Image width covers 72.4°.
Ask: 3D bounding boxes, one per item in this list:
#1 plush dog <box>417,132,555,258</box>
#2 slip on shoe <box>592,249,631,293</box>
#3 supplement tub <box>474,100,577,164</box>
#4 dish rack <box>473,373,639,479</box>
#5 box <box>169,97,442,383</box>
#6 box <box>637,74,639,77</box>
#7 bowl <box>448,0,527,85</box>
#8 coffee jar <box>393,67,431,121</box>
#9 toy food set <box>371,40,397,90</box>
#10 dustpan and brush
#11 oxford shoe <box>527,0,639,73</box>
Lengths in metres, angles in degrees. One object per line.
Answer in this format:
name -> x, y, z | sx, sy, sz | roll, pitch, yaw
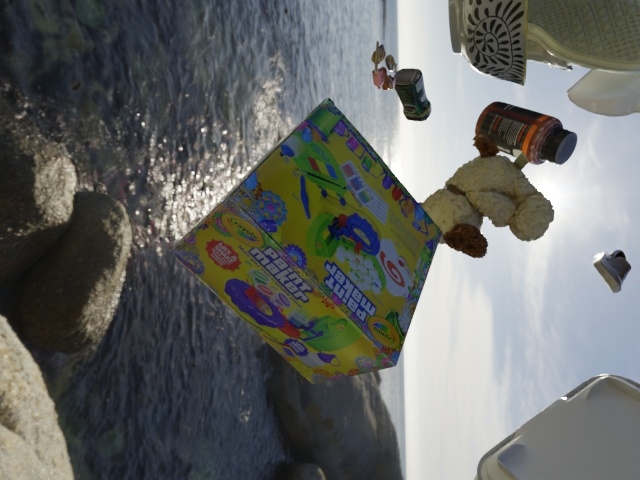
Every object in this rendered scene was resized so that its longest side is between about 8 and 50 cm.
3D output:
plush dog -> 0.306, -0.076, 0.919 | 0.211, 0.225, 0.262 | 53, -4, -25
slip on shoe -> 0.457, 0.044, 0.680 | 0.135, 0.041, 0.051 | -15, 74, -57
supplement tub -> 0.444, -0.229, 0.951 | 0.198, 0.106, 0.106 | 41, -30, 44
dish rack -> 0.347, 0.274, 0.453 | 0.072, 0.285, 0.333 | 66, -13, -19
box -> 0.000, 0.000, 0.650 | 0.290, 0.177, 0.279 | 47, 45, -14
box -> 0.723, -0.461, 1.000 | 0.103, 0.203, 0.114 | -50, -170, 7
bowl -> 0.193, -0.262, 0.507 | 0.170, 0.080, 0.170 | -1, 90, -66
coffee jar -> 0.308, -0.479, 1.456 | 0.079, 0.096, 0.184 | -62, 145, -16
toy food set -> 0.115, -0.315, 0.812 | 0.122, 0.019, 0.078 | 7, 86, -64
dustpan and brush -> 0.681, -0.311, 0.969 | 0.211, 0.147, 0.060 | 42, -12, 39
oxford shoe -> 0.519, -0.445, 0.952 | 0.449, 0.169, 0.130 | 43, -4, 43
